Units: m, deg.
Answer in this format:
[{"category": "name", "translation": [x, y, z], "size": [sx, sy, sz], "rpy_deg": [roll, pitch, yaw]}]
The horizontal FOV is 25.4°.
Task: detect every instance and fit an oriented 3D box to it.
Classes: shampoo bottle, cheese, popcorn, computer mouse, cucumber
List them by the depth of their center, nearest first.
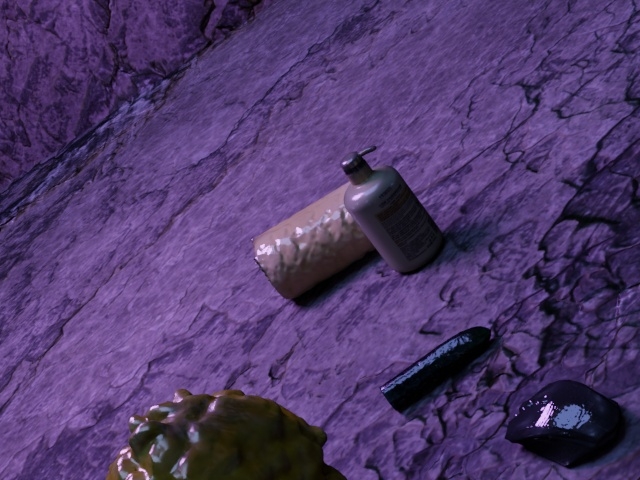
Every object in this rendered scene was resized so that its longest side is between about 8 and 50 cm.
[{"category": "computer mouse", "translation": [0.215, 0.158, 1.285], "size": [0.079, 0.047, 0.135], "rpy_deg": [-47, 22, -24]}, {"category": "popcorn", "translation": [-0.100, 0.262, 1.346], "size": [0.249, 0.249, 0.225], "rpy_deg": [-72, 9, -54]}, {"category": "cucumber", "translation": [0.124, 0.130, 1.499], "size": [0.133, 0.032, 0.032], "rpy_deg": [-35, 22, 3]}, {"category": "shampoo bottle", "translation": [0.078, -0.041, 1.731], "size": [0.079, 0.162, 0.079], "rpy_deg": [-32, 22, 15]}, {"category": "cheese", "translation": [0.000, 0.000, 1.869], "size": [0.167, 0.094, 0.123], "rpy_deg": [-31, 13, 5]}]
